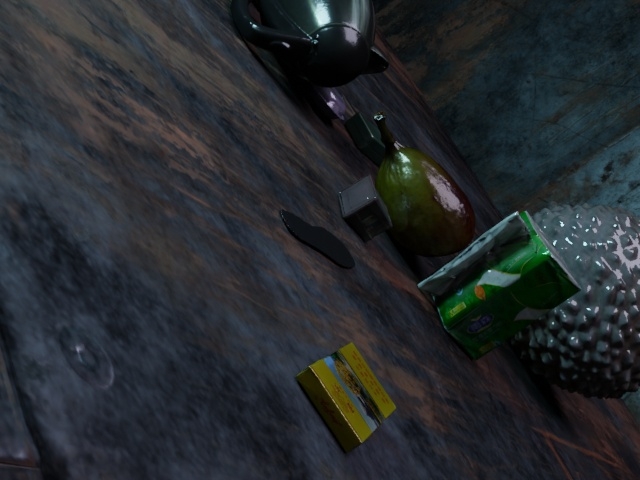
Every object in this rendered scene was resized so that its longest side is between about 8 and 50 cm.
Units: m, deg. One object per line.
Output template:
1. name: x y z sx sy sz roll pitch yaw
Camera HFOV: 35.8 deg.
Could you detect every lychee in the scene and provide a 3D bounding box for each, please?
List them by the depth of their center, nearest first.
1. lychee: 0.525 0.112 1.989 0.380 0.380 0.432 34 43 -53

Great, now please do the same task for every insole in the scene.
1. insole: 0.000 0.000 1.269 0.188 0.004 0.064 29 28 -58

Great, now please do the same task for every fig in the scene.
1. fig: 0.151 -0.093 1.656 0.274 0.145 0.170 60 7 -18

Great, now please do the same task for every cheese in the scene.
1. cheese: 0.003 -0.281 1.853 0.105 0.042 0.191 44 12 -35

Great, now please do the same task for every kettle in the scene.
1. kettle: -0.005 -0.380 1.731 0.251 0.207 0.271 44 19 -36

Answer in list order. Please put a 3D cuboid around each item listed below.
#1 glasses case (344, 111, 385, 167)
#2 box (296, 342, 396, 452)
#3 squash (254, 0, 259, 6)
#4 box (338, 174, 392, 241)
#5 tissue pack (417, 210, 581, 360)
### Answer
1. glasses case: 0.117 -0.186 2.000 0.184 0.039 0.078 34 25 -54
2. box: 0.028 0.151 0.978 0.087 0.023 0.155 58 15 6
3. squash: -0.100 -0.494 1.953 0.200 0.075 0.090 57 17 11
4. box: 0.070 -0.047 1.497 0.063 0.060 0.084 52 13 -27
5. tissue pack: 0.278 0.055 1.608 0.156 0.209 0.148 46 16 -25
